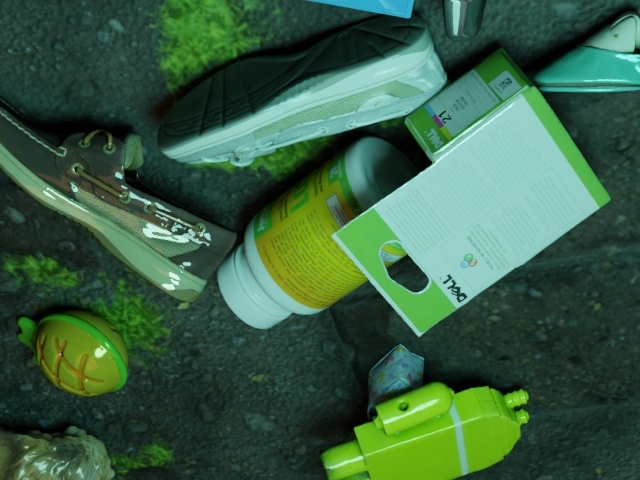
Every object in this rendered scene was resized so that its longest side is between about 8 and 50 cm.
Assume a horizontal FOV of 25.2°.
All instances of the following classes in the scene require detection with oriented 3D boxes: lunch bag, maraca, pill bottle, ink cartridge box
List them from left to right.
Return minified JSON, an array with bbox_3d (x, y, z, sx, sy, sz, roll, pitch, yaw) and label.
[{"bbox_3d":[-0.317,0.143,1.826,0.185,0.099,0.127,0,124,42],"label":"maraca"},{"bbox_3d":[0.000,0.000,1.628,0.245,0.136,0.136,-35,116,31],"label":"pill bottle"},{"bbox_3d":[0.091,0.185,1.805,0.053,0.071,0.083,34,123,-21],"label":"lunch bag"},{"bbox_3d":[0.148,-0.048,1.520,0.255,0.097,0.189,-36,126,7],"label":"ink cartridge box"}]

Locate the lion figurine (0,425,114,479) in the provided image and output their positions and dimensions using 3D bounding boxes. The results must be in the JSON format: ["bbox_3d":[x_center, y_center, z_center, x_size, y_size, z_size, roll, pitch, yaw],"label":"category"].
[{"bbox_3d":[-0.485,0.260,1.920,0.392,0.142,0.240,40,117,-16],"label":"lion figurine"}]

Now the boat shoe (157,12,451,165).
[{"bbox_3d":[-0.022,-0.143,1.535,0.320,0.118,0.103,-20,127,12],"label":"boat shoe"}]

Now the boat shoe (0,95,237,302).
[{"bbox_3d":[-0.246,-0.075,1.629,0.342,0.123,0.123,38,96,-1],"label":"boat shoe"}]

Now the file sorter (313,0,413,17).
[{"bbox_3d":[0.047,-0.322,1.383,0.118,0.104,0.170,11,129,1],"label":"file sorter"}]

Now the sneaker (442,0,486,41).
[{"bbox_3d":[0.204,-0.310,1.369,0.162,0.106,0.281,5,128,1],"label":"sneaker"}]

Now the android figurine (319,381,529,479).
[{"bbox_3d":[0.136,0.255,1.808,0.273,0.056,0.248,-21,148,-1],"label":"android figurine"}]

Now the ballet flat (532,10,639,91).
[{"bbox_3d":[0.343,-0.192,1.467,0.247,0.083,0.087,3,105,7],"label":"ballet flat"}]
